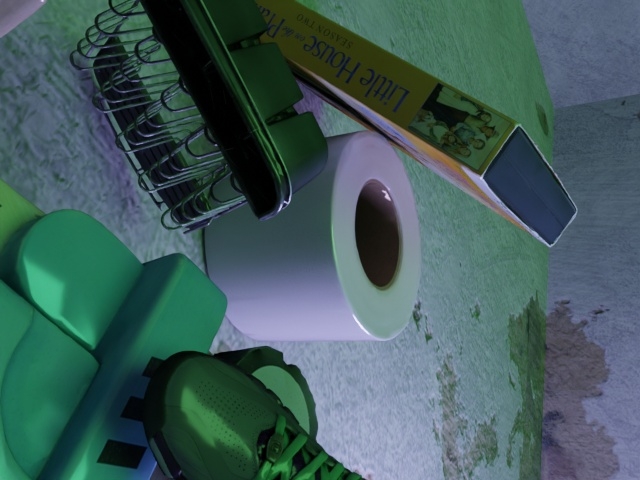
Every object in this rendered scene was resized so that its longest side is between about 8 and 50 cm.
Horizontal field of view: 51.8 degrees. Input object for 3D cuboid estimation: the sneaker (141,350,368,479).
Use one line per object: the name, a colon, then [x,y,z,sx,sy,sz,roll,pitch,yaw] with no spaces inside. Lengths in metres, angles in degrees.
sneaker: [-0.003,0.139,0.385,0.224,0.098,0.083,54,41,-31]

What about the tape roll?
tape roll: [0.000,0.000,0.798,0.246,0.169,0.246,15,73,-59]

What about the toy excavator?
toy excavator: [-0.207,0.032,0.419,0.445,0.222,0.433,51,42,-32]

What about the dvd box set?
dvd box set: [0.084,-0.155,0.774,0.062,0.420,0.307,-56,149,8]

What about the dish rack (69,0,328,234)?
dish rack: [-0.117,-0.101,0.516,0.074,0.271,0.208,-32,98,-35]
